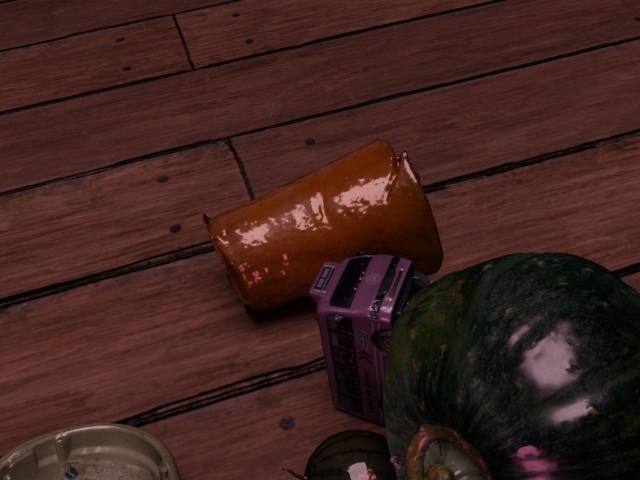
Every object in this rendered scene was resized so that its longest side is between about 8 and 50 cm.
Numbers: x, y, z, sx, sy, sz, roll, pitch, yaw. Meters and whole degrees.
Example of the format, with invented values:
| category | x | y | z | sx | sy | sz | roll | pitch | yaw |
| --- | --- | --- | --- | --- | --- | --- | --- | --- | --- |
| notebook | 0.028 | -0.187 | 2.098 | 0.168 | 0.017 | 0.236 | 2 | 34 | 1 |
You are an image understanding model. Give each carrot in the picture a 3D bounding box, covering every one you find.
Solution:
| category | x | y | z | sx | sy | sz | roll | pitch | yaw |
| --- | --- | --- | --- | --- | --- | --- | --- | --- | --- |
| carrot | 0.000 | 0.000 | 0.898 | 0.254 | 0.196 | 0.196 | -22 | 46 | -7 |

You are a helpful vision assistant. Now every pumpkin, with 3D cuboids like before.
| category | x | y | z | sx | sy | sz | roll | pitch | yaw |
| --- | --- | --- | --- | --- | --- | --- | --- | --- | --- |
| pumpkin | 0.216 | 0.149 | 0.620 | 0.263 | 0.197 | 0.292 | -4 | 76 | -38 |

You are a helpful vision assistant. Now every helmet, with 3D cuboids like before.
| category | x | y | z | sx | sy | sz | roll | pitch | yaw |
| --- | --- | --- | --- | --- | --- | --- | --- | --- | --- |
| helmet | -0.236 | 0.295 | 0.637 | 0.204 | 0.137 | 0.257 | 10 | 23 | 18 |

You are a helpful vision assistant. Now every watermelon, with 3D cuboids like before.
| category | x | y | z | sx | sy | sz | roll | pitch | yaw |
| --- | --- | --- | --- | --- | --- | --- | --- | --- | --- |
| watermelon | 0.026 | 0.237 | 0.695 | 0.133 | 0.105 | 0.105 | 13 | 44 | -9 |

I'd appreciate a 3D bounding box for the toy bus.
| category | x | y | z | sx | sy | sz | roll | pitch | yaw |
| --- | --- | --- | --- | --- | --- | --- | --- | --- | --- |
| toy bus | 0.056 | 0.107 | 0.764 | 0.108 | 0.198 | 0.096 | 10 | 46 | 20 |
